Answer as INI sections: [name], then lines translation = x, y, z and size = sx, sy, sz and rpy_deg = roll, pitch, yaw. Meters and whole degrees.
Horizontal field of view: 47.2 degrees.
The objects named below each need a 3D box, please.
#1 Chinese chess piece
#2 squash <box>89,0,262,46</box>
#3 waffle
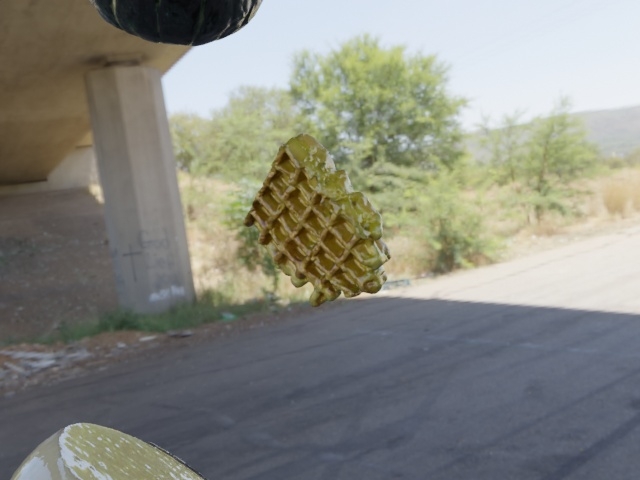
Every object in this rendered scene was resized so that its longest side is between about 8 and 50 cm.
[Chinese chess piece]
translation = -0.144, 0.257, 0.601
size = 0.251, 0.097, 0.251
rpy_deg = 35, -4, 3
[squash]
translation = -0.194, -0.372, 0.984
size = 0.252, 0.252, 0.165
rpy_deg = -10, -33, -32
[waffle]
translation = 0.000, 0.000, 1.010
size = 0.057, 0.219, 0.229
rpy_deg = -33, -16, -37
